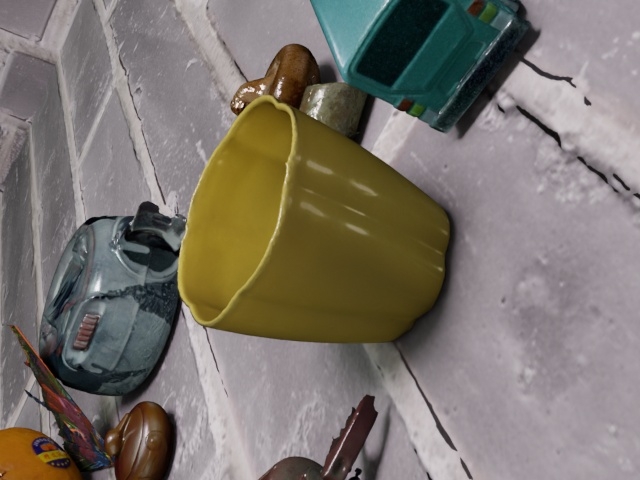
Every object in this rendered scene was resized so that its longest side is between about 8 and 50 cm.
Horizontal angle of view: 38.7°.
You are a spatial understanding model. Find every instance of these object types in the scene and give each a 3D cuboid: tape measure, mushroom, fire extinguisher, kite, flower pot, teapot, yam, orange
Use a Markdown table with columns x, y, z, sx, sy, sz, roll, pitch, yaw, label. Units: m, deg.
| x | y | z | sx | sy | sz | roll | pitch | yaw | label |
| --- | --- | --- | --- | --- | --- | --- | --- | --- | --- |
| -0.307 | 0.082 | 1.310 | 0.256 | 0.147 | 0.275 | 1 | 74 | 62 | tape measure |
| -0.042 | -0.166 | 1.048 | 0.109 | 0.085 | 0.126 | -45 | 9 | -11 | mushroom |
| -0.034 | 0.224 | 0.802 | 0.252 | 0.075 | 0.106 | -49 | 34 | 36 | fire extinguisher |
| -0.360 | 0.260 | 1.301 | 0.234 | 0.016 | 0.321 | 25 | 139 | 36 | kite |
| 0.000 | 0.000 | 0.764 | 0.195 | 0.179 | 0.195 | -40 | 40 | 44 | flower pot |
| -0.234 | 0.263 | 1.137 | 0.098 | 0.078 | 0.129 | -3 | 71 | 61 | teapot |
| 0.003 | -0.104 | 0.947 | 0.070 | 0.070 | 0.146 | 14 | 86 | 62 | yam |
| -0.447 | 0.382 | 1.325 | 0.219 | 0.193 | 0.219 | -4 | 76 | 16 | orange |

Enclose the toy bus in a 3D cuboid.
| x | y | z | sx | sy | sz | roll | pitch | yaw | label |
| --- | --- | --- | --- | --- | --- | --- | --- | --- | --- |
| 0.067 | -0.229 | 0.822 | 0.128 | 0.147 | 0.256 | -53 | 34 | 28 | toy bus |
